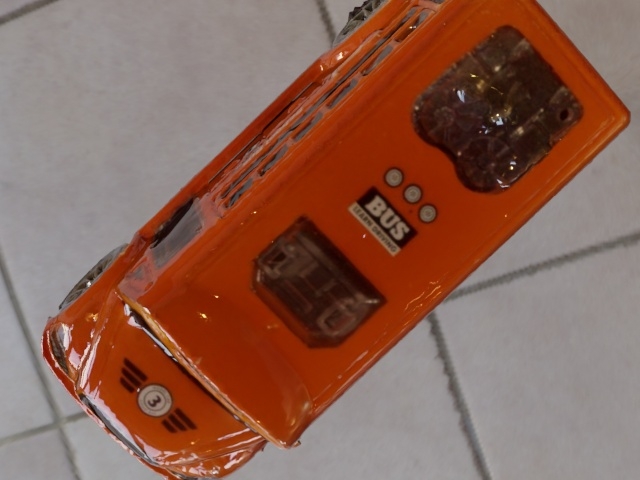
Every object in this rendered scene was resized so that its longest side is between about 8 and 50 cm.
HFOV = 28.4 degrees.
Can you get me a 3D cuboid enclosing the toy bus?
[{"bbox_3d":[0.000,0.000,0.684,0.329,0.153,0.143,-43,103,3],"label":"toy bus"}]
